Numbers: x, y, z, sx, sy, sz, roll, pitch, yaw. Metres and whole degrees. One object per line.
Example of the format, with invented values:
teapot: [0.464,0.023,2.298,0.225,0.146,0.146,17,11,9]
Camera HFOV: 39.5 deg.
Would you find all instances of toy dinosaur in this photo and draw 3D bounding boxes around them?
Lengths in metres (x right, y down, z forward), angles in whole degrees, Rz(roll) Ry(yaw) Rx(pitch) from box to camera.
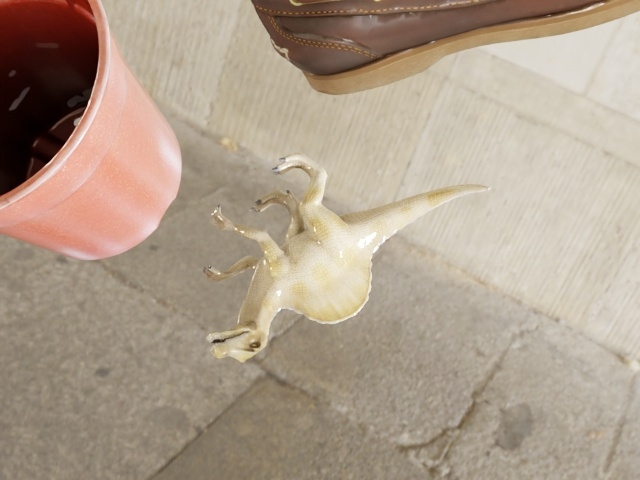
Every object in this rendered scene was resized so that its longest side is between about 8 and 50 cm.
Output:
toy dinosaur: [0.000,0.000,0.510,0.183,0.053,0.092,-35,77,-18]

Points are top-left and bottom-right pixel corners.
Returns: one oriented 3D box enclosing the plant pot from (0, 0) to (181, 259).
plant pot: [-0.280,-0.108,0.902,0.272,0.272,0.265,32,-7,20]

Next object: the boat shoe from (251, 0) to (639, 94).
boat shoe: [0.066,-0.118,0.347,0.073,0.207,0.073,52,31,-42]
